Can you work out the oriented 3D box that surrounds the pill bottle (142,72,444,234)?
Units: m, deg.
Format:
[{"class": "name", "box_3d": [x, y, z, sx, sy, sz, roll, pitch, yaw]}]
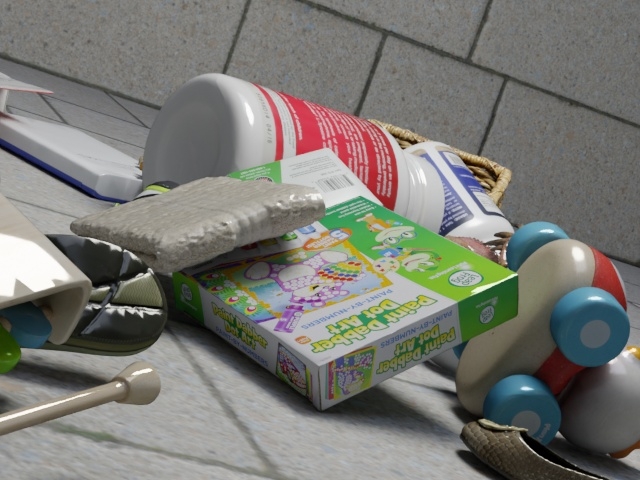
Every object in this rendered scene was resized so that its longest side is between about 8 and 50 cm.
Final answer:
[{"class": "pill bottle", "box_3d": [-0.025, -0.078, 1.928, 0.407, 0.229, 0.229, 13, 10, -41]}]

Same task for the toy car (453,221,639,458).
[{"class": "toy car", "box_3d": [0.282, 0.132, 1.426, 0.238, 0.210, 0.219, 31, 15, -17]}]

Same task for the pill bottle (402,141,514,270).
[{"class": "pill bottle", "box_3d": [0.201, -0.014, 2.091, 0.153, 0.153, 0.265, 13, 34, -43]}]

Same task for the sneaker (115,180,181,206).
[{"class": "sneaker", "box_3d": [-0.151, 0.008, 1.672, 0.234, 0.084, 0.097, 25, 38, 27]}]

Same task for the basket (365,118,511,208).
[{"class": "basket", "box_3d": [0.139, -0.069, 2.321, 0.299, 0.223, 0.213, 23, 8, 16]}]

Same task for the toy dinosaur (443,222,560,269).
[{"class": "toy dinosaur", "box_3d": [0.194, 0.045, 1.726, 0.295, 0.200, 0.127, 26, 10, 41]}]

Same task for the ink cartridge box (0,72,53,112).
[{"class": "ink cartridge box", "box_3d": [-0.594, -0.235, 2.058, 0.296, 0.066, 0.261, 2, 17, -45]}]

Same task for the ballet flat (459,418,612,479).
[{"class": "ballet flat", "box_3d": [0.233, 0.209, 1.206, 0.250, 0.058, 0.084, 25, 9, 35]}]

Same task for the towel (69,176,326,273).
[{"class": "towel", "box_3d": [-0.136, -0.017, 1.445, 0.187, 0.049, 0.282, -21, 14, -25]}]

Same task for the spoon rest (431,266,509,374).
[{"class": "spoon rest", "box_3d": [0.124, 0.084, 1.631, 0.276, 0.137, 0.084, 10, -14, 23]}]

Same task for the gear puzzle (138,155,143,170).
[{"class": "gear puzzle", "box_3d": [-0.180, -0.111, 2.105, 0.175, 0.044, 0.339, 22, 11, 20]}]

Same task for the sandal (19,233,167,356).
[{"class": "sandal", "box_3d": [-0.266, 0.037, 1.053, 0.302, 0.120, 0.086, 20, -36, -25]}]

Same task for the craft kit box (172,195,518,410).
[{"class": "craft kit box", "box_3d": [0.022, 0.051, 1.364, 0.250, 0.061, 0.246, -22, 36, -32]}]

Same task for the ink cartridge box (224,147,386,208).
[{"class": "ink cartridge box", "box_3d": [0.000, 0.000, 1.578, 0.153, 0.087, 0.208, -16, 48, -32]}]

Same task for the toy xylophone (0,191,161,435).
[{"class": "toy xylophone", "box_3d": [-0.243, 0.050, 0.843, 0.236, 0.081, 0.322, 46, 22, 20]}]

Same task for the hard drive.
[{"class": "hard drive", "box_3d": [-0.352, -0.119, 2.081, 0.318, 0.040, 0.210, 27, 10, 39]}]
